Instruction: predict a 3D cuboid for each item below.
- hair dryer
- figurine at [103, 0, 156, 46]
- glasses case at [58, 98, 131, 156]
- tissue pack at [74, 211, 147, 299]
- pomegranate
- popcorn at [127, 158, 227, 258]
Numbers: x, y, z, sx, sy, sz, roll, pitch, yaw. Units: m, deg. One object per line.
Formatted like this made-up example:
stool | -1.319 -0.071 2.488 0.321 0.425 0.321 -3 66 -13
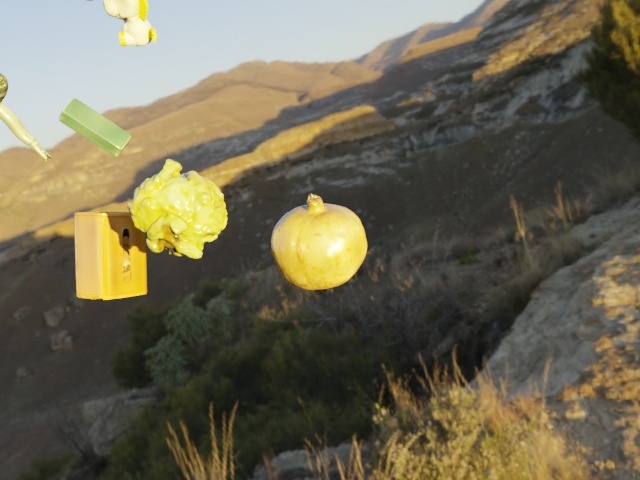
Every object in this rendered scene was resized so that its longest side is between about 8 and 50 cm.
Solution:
hair dryer | -0.849 -0.312 1.702 0.229 0.267 0.092 4 42 28
figurine | -0.481 -0.583 1.664 0.129 0.178 0.109 8 42 33
glasses case | -0.621 -0.312 1.808 0.039 0.184 0.078 -42 21 39
tissue pack | -0.674 0.044 2.119 0.145 0.275 0.194 1 5 36
pomegranate | 0.000 0.000 2.248 0.342 0.343 0.342 -16 12 3
popcorn | -0.371 -0.081 1.703 0.256 0.255 0.195 3 -5 -9
